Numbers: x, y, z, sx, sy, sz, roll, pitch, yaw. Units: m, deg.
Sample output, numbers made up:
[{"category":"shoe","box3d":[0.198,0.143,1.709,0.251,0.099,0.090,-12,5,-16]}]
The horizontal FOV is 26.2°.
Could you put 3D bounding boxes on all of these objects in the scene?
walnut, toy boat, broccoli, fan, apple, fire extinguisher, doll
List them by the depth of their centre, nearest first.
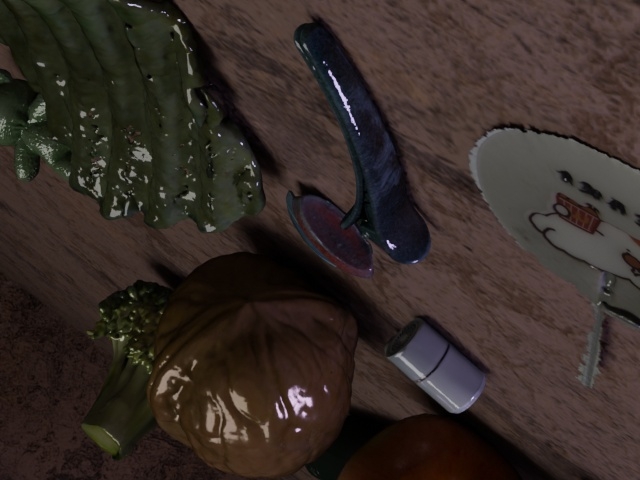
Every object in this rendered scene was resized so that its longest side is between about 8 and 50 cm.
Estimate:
[{"category":"fan","box3d":[0.172,0.030,0.834,0.191,0.009,0.329,32,162,22]},{"category":"toy boat","box3d":[0.000,0.000,1.145,0.096,0.034,0.122,46,168,-2]},{"category":"walnut","box3d":[-0.065,0.119,1.340,0.228,0.228,0.228,37,166,11]},{"category":"apple","box3d":[0.114,0.280,1.402,0.209,0.209,0.164,38,173,5]},{"category":"doll","box3d":[-0.291,-0.116,1.454,0.150,0.077,0.115,32,121,7]},{"category":"fire extinguisher","box3d":[0.071,0.273,1.716,0.095,0.114,0.311,2,-179,-21]},{"category":"broccoli","box3d":[-0.216,0.196,1.883,0.263,0.243,0.247,28,150,22]}]

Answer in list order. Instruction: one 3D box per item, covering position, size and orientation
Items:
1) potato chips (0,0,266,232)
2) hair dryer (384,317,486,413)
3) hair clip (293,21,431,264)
[{"category":"potato chips","box3d":[-0.225,-0.155,1.104,0.373,0.097,0.389,29,162,40]},{"category":"hair dryer","box3d":[0.090,0.108,1.240,0.082,0.047,0.137,42,172,-12]},{"category":"hair clip","box3d":[0.027,-0.062,0.888,0.070,0.039,0.229,32,160,27]}]
